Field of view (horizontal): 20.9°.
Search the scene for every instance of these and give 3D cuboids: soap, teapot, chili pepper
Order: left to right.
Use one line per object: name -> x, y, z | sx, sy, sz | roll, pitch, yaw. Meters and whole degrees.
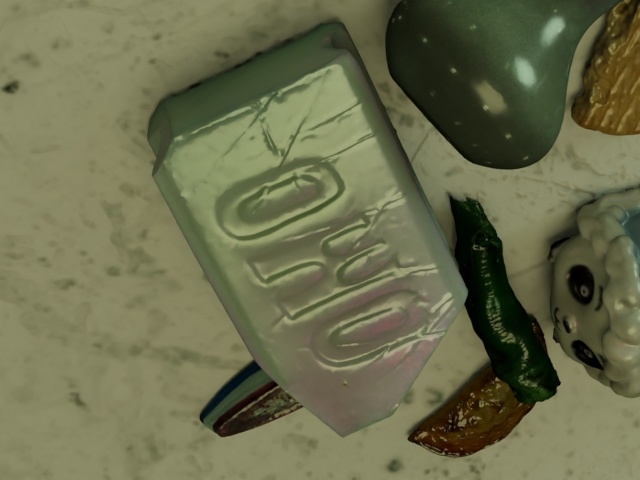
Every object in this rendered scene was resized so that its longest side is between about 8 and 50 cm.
soap -> 0.000, 0.000, 1.580 | 0.208, 0.115, 0.347 | -24, 117, 6
chili pepper -> 0.169, 0.059, 1.687 | 0.061, 0.098, 0.224 | -25, 115, 3
teapot -> 0.186, -0.189, 1.495 | 0.251, 0.183, 0.183 | -42, 121, 4

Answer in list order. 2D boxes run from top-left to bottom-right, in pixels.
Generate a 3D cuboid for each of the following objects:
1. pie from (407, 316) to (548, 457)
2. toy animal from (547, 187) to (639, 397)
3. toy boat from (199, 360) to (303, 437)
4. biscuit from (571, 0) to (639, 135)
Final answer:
pie -> 0.184, 0.165, 1.799 | 0.088, 0.033, 0.191 | 30, 112, -31
toy animal -> 0.330, 0.063, 1.688 | 0.204, 0.156, 0.208 | -11, 120, -8
toy boat -> -0.020, 0.136, 1.733 | 0.229, 0.046, 0.080 | -28, 119, 5
biscuit -> 0.330, -0.191, 1.594 | 0.144, 0.033, 0.224 | 12, 120, -20
